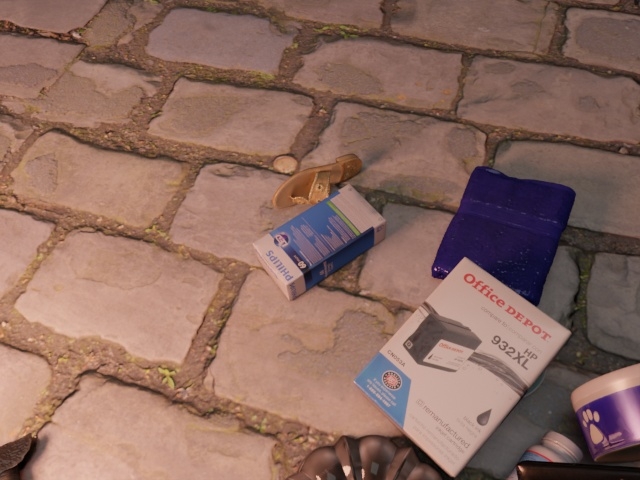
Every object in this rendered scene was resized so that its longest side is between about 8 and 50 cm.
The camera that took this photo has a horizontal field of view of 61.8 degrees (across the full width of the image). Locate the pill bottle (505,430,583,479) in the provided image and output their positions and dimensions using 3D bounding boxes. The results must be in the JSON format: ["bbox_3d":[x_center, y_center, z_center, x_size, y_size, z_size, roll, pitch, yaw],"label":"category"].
[{"bbox_3d":[0.358,0.395,0.872,0.087,0.087,0.160,36,66,24],"label":"pill bottle"}]

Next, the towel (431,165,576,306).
[{"bbox_3d":[0.392,-0.011,1.147,0.227,0.076,0.308,18,61,23],"label":"towel"}]

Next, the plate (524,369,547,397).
[{"bbox_3d":[0.337,0.217,1.027,0.188,0.024,0.188,-2,58,3],"label":"plate"}]

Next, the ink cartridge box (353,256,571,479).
[{"bbox_3d":[0.245,0.219,0.941,0.223,0.129,0.307,39,78,26],"label":"ink cartridge box"}]

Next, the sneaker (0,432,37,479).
[{"bbox_3d":[-0.596,0.414,0.952,0.170,0.051,0.089,-16,57,-12],"label":"sneaker"}]

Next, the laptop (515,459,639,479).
[{"bbox_3d":[0.525,0.474,0.744,0.407,0.236,0.382,-8,86,28],"label":"laptop"}]

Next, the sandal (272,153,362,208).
[{"bbox_3d":[0.010,-0.122,1.231,0.240,0.088,0.079,-28,54,-19],"label":"sandal"}]

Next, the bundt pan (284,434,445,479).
[{"bbox_3d":[0.072,0.457,0.833,0.330,0.124,0.331,-2,56,3],"label":"bundt pan"}]

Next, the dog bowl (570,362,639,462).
[{"bbox_3d":[0.545,0.268,0.836,0.264,0.265,0.104,-7,59,0],"label":"dog bowl"}]

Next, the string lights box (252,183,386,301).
[{"bbox_3d":[0.000,0.000,1.158,0.259,0.077,0.133,-32,60,-16],"label":"string lights box"}]
